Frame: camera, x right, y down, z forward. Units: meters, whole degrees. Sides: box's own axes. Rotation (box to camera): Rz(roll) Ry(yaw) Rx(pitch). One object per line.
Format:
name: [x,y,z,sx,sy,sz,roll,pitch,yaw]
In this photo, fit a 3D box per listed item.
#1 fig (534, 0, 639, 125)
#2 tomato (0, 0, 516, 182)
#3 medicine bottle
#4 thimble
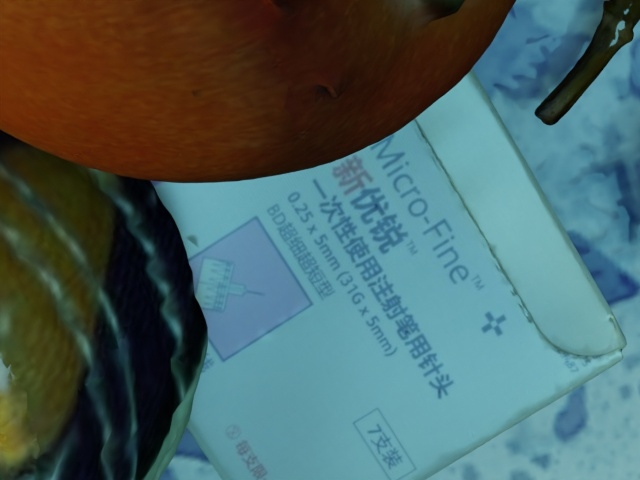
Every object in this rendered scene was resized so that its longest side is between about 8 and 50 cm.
fig: [0.137,-0.138,0.575,0.146,0.134,0.201,18,119,24]
tomato: [-0.038,-0.144,0.460,0.224,0.256,0.256,9,101,26]
medicine bottle: [0.000,0.000,0.620,0.171,0.052,0.201,-31,101,4]
thimble: [-0.168,0.040,0.545,0.237,0.150,0.237,7,116,15]
